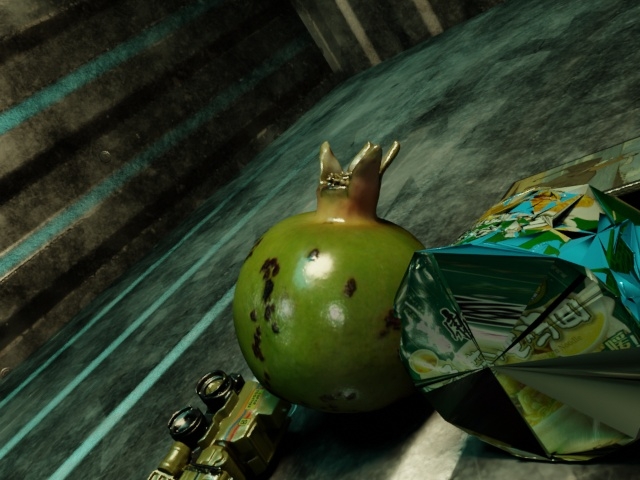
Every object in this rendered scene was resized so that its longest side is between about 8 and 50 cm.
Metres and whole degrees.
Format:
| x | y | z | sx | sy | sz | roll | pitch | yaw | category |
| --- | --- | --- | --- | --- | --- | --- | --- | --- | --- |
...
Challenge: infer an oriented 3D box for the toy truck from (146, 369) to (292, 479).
| x | y | z | sx | sy | sz | roll | pitch | yaw | category |
| --- | --- | --- | --- | --- | --- | --- | --- | --- | --- |
| -0.134 | 0.291 | 0.733 | 0.127 | 0.127 | 0.257 | 0 | 37 | 35 | toy truck |

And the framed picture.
| x | y | z | sx | sy | sz | roll | pitch | yaw | category |
| --- | --- | --- | --- | --- | --- | --- | --- | --- | --- |
| 0.408 | -0.099 | 0.843 | 0.347 | 0.016 | 0.265 | -20 | 10 | 36 | framed picture |

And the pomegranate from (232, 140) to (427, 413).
| x | y | z | sx | sy | sz | roll | pitch | yaw | category |
| --- | --- | --- | --- | --- | --- | --- | --- | --- | --- |
| 0.015 | 0.054 | 0.731 | 0.290 | 0.323 | 0.291 | -8 | 30 | 5 | pomegranate |

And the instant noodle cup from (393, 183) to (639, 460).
| x | y | z | sx | sy | sz | roll | pitch | yaw | category |
| --- | --- | --- | --- | --- | --- | --- | --- | --- | --- |
| 0.208 | 0.063 | 0.577 | 0.240 | 0.240 | 0.178 | -17 | 18 | 42 | instant noodle cup |
